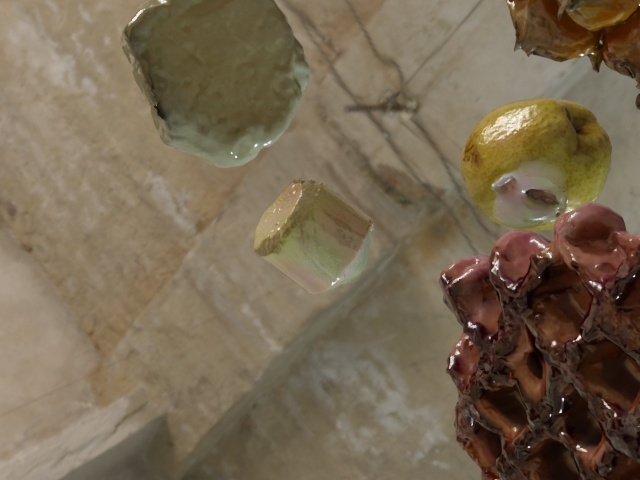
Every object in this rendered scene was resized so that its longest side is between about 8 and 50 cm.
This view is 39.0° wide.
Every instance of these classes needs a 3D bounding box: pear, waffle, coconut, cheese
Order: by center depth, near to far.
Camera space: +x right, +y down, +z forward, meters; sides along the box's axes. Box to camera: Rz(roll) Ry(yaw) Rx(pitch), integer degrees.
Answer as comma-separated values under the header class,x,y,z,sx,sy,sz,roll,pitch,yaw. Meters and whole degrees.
class,x,y,z,sx,sy,sz,roll,pitch,yaw
waffle,0.128,0.093,0.371,0.056,0.234,0.221,-16,-86,-26
coconut,0.000,0.000,0.999,0.122,0.116,0.116,35,-148,-21
pear,0.264,-0.095,1.094,0.178,0.178,0.178,28,-145,-21
cheese,-0.180,-0.289,1.529,0.326,0.115,0.317,16,-98,-19

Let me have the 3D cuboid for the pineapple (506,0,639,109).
class,x,y,z,sx,sy,sz,roll,pitch,yaw
pineapple,0.156,-0.160,0.368,0.225,0.225,0.076,50,-174,12
